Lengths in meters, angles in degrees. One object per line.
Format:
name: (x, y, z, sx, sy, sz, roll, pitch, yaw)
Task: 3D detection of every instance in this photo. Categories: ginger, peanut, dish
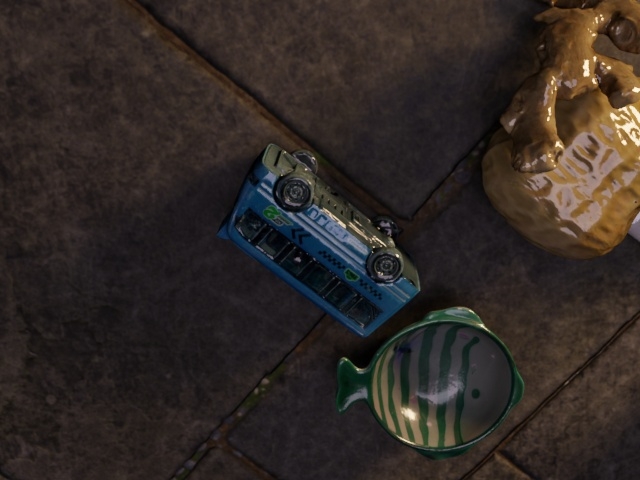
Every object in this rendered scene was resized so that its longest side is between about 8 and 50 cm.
ginger: (0.281, -0.180, 0.725, 0.149, 0.065, 0.258, 12, 69, 20)
peanut: (0.312, -0.098, 0.797, 0.197, 0.110, 0.233, 42, 103, 4)
dish: (0.142, 0.180, 0.910, 0.246, 0.078, 0.224, 2, 108, -2)

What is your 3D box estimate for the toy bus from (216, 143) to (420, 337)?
toy bus: (0.000, 0.000, 0.832, 0.246, 0.113, 0.134, 37, 110, -13)

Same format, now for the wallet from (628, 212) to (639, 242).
wallet: (0.481, -0.006, 0.875, 0.190, 0.033, 0.095, 34, 106, -10)
